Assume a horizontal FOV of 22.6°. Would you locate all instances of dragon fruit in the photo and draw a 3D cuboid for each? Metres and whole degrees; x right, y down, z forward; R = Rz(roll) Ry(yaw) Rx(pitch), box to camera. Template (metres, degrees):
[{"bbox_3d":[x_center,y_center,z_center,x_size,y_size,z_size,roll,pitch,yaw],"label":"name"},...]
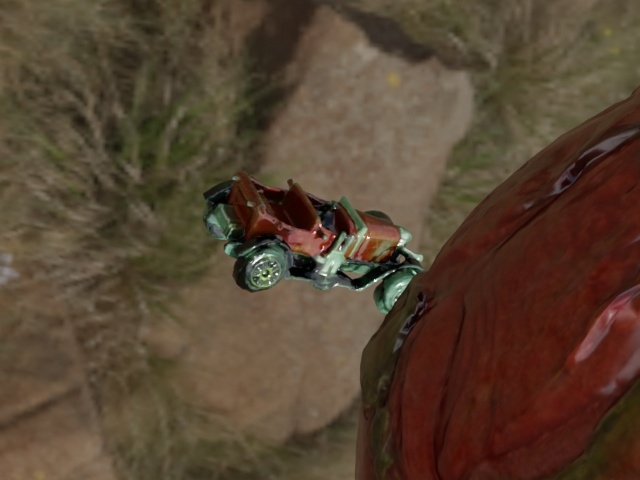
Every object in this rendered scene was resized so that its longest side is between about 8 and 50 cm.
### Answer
[{"bbox_3d":[0.150,0.090,0.579,0.277,0.277,0.342,-41,137,-39],"label":"dragon fruit"}]

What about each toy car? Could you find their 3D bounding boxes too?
[{"bbox_3d":[0.000,0.000,0.963,0.143,0.073,0.054,11,122,-33],"label":"toy car"}]
